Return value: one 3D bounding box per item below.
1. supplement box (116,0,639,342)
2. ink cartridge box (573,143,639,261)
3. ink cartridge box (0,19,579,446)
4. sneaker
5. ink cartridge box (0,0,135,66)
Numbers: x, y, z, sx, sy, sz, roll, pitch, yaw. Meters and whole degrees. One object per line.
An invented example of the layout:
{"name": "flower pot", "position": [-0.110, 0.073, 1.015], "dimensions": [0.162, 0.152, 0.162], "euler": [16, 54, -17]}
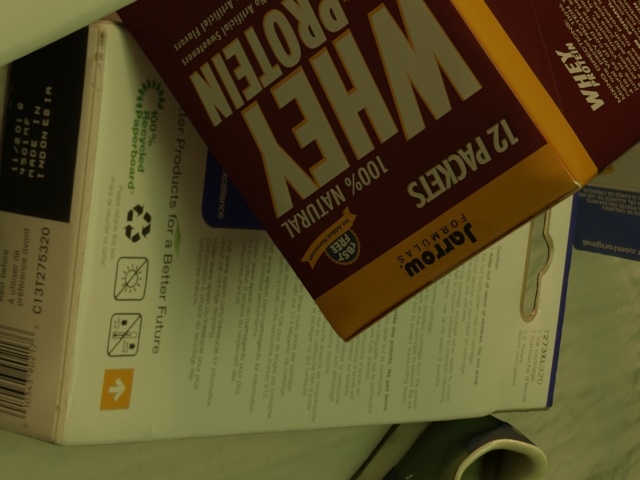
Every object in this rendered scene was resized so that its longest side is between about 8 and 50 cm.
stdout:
{"name": "supplement box", "position": [0.043, -0.094, 0.830], "dimensions": [0.191, 0.129, 0.194], "euler": [55, 33, 1]}
{"name": "ink cartridge box", "position": [0.201, -0.124, 1.064], "dimensions": [0.065, 0.186, 0.311], "euler": [-39, 127, -41]}
{"name": "ink cartridge box", "position": [0.000, 0.000, 0.944], "dimensions": [0.371, 0.069, 0.176], "euler": [3, 95, -48]}
{"name": "sneaker", "position": [0.049, 0.163, 1.022], "dimensions": [0.192, 0.086, 0.064], "euler": [-53, 134, -29]}
{"name": "ink cartridge box", "position": [-0.218, -0.082, 0.542], "dimensions": [0.289, 0.211, 0.121], "euler": [-33, 122, -42]}
